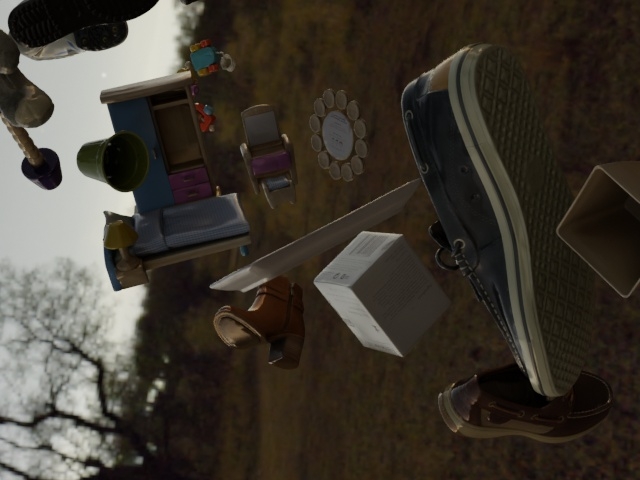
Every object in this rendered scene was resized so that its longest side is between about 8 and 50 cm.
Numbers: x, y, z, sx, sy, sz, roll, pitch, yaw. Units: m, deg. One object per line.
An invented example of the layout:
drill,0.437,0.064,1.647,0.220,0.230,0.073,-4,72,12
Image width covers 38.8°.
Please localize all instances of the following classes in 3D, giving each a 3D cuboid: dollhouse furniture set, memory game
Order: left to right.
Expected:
dollhouse furniture set,-0.168,-0.100,1.245,0.303,0.286,0.198,-113,10,-65
memory game,0.037,-0.207,1.785,0.186,0.012,0.186,26,123,48

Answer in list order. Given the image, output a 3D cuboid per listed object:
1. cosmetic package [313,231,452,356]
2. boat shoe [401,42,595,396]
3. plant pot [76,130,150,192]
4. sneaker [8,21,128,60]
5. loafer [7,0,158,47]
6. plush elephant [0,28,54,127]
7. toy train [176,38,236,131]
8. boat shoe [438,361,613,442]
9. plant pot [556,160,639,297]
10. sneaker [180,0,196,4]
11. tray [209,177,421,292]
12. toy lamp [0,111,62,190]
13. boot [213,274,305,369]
cosmetic package,0.119,0.100,1.739,0.151,0.184,0.151,-44,20,-19
boat shoe,0.245,-0.018,1.237,0.156,0.186,0.500,-6,112,46
plant pot,-0.292,-0.110,1.249,0.083,0.079,0.083,-11,-76,-51
sneaker,-0.411,-0.347,1.513,0.086,0.237,0.085,-14,-76,-62
loafer,-0.323,-0.331,1.238,0.078,0.220,0.080,38,146,56
plush elephant,-0.563,-0.238,1.203,0.255,0.271,0.330,-49,-57,-67
toy train,-0.209,-0.286,1.676,0.046,0.125,0.166,-23,-32,-58
boat shoe,0.357,0.245,1.463,0.123,0.341,0.123,-56,38,43
plant pot,0.344,-0.025,0.985,0.109,0.096,0.109,48,144,25
sneaker,-0.197,-0.446,1.603,0.119,0.057,0.047,-47,-11,-33
tray,0.000,0.000,1.139,0.030,0.270,0.145,62,151,1
toy lamp,-0.556,-0.188,1.713,0.275,0.080,0.080,80,-168,-60
boot,-0.098,0.112,1.510,0.073,0.197,0.152,-18,51,31
